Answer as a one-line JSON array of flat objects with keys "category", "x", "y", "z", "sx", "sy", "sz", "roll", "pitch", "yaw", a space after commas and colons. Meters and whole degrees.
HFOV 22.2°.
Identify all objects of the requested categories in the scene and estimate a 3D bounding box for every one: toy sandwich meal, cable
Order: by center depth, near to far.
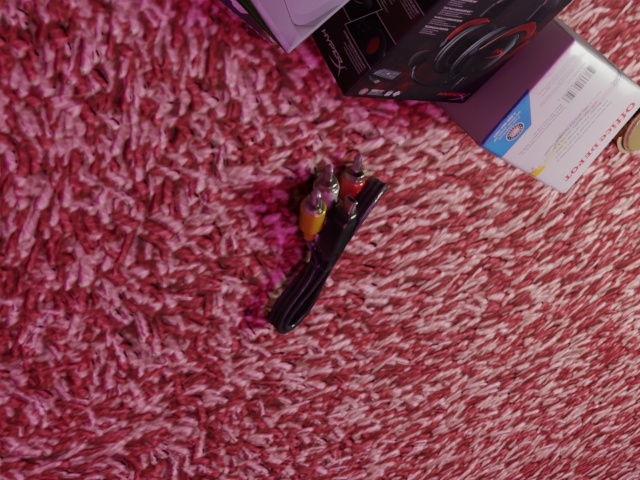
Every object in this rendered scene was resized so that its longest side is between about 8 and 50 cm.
[{"category": "cable", "x": 0.000, "y": 0.000, "z": 2.119, "sx": 0.139, "sy": 0.072, "sz": 0.287, "roll": -36, "pitch": 163, "yaw": -39}, {"category": "toy sandwich meal", "x": 0.466, "y": -0.165, "z": 2.402, "sx": 0.085, "sy": 0.029, "sz": 0.086, "roll": -28, "pitch": 140, "yaw": -26}]

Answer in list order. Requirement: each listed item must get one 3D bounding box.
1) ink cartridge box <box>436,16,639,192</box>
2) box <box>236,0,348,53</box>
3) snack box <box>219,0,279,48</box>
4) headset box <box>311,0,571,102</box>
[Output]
[{"category": "ink cartridge box", "x": 0.258, "y": -0.195, "z": 2.028, "sx": 0.171, "sy": 0.168, "sz": 0.232, "roll": -49, "pitch": 146, "yaw": 12}, {"category": "box", "x": -0.033, "y": -0.342, "z": 1.488, "sx": 0.231, "sy": 0.262, "sz": 0.127, "roll": -40, "pitch": 146, "yaw": -1}, {"category": "snack box", "x": -0.074, "y": -0.269, "z": 1.744, "sx": 0.064, "sy": 0.022, "sz": 0.178, "roll": -47, "pitch": 146, "yaw": 6}, {"category": "headset box", "x": 0.162, "y": -0.283, "z": 1.791, "sx": 0.218, "sy": 0.110, "sz": 0.293, "roll": -2, "pitch": 147, "yaw": -47}]
